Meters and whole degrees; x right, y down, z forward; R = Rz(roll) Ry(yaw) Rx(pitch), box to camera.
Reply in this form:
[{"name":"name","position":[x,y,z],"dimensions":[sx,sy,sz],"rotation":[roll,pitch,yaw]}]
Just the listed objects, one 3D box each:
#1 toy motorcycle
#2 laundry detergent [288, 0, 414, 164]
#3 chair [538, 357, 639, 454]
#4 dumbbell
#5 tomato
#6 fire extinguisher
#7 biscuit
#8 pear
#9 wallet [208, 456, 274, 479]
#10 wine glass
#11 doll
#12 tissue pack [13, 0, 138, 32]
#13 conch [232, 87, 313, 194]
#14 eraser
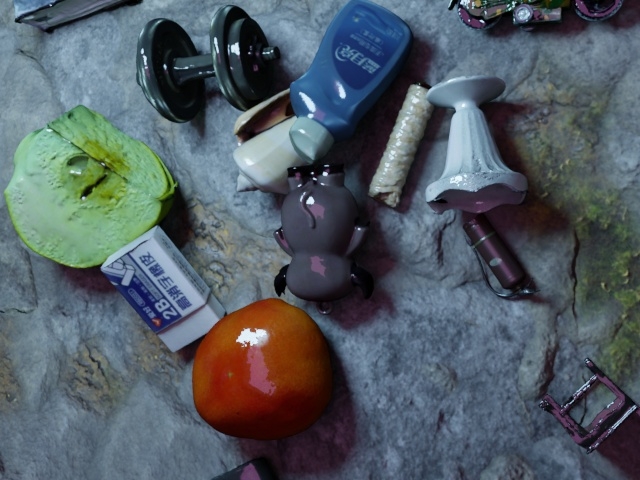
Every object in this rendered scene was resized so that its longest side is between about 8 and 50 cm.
[{"name":"toy motorcycle","position":[0.339,-0.435,1.202],"dimensions":[0.274,0.125,0.187],"rotation":[-1,95,20]},{"name":"laundry detergent","position":[0.035,-0.263,1.262],"dimensions":[0.143,0.094,0.290],"rotation":[31,74,3]},{"name":"chair","position":[0.451,0.285,1.115],"dimensions":[0.229,0.106,0.113],"rotation":[45,100,18]},{"name":"dumbbell","position":[-0.208,-0.317,1.357],"dimensions":[0.289,0.192,0.192],"rotation":[-5,84,21]},{"name":"tomato","position":[-0.107,0.224,1.288],"dimensions":[0.259,0.180,0.260],"rotation":[-3,83,22]},{"name":"fire extinguisher","position":[0.288,0.034,1.230],"dimensions":[0.078,0.045,0.157],"rotation":[-45,72,41]},{"name":"biscuit","position":[0.144,-0.165,1.288],"dimensions":[0.061,0.055,0.219],"rotation":[23,94,10]},{"name":"pear","position":[-0.448,-0.080,1.434],"dimensions":[0.286,0.176,0.282],"rotation":[34,112,-10]},{"name":"wallet","position":[-0.110,0.611,1.323],"dimensions":[0.228,0.062,0.406],"rotation":[-30,77,17]},{"name":"wine glass","position":[0.241,-0.150,1.205],"dimensions":[0.164,0.165,0.197],"rotation":[-9,75,19]},{"name":"doll","position":[-0.001,-0.001,1.273],"dimensions":[0.182,0.117,0.257],"rotation":[-2,106,23]},{"name":"tissue pack","position":[-0.518,-0.637,1.532],"dimensions":[0.259,0.122,0.361],"rotation":[-10,85,22]},{"name":"conch","position":[-0.057,-0.175,1.347],"dimensions":[0.255,0.127,0.158],"rotation":[-37,73,-13]},{"name":"eraser","position":[-0.285,0.092,1.373],"dimensions":[0.124,0.068,0.210],"rotation":[-31,109,14]}]
